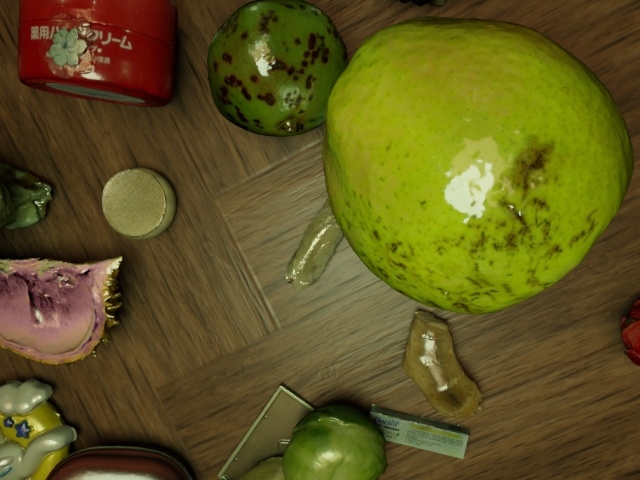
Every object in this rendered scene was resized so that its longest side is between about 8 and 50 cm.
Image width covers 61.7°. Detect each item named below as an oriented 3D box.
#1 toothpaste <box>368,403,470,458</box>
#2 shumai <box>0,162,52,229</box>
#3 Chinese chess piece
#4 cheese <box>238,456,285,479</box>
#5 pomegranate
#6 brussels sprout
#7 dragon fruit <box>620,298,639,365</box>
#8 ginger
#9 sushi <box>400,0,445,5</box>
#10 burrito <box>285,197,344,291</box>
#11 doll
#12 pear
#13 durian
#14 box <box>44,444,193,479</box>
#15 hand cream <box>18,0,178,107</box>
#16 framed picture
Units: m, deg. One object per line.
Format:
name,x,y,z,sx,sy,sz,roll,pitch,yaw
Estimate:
toothpaste,0.157,0.310,0.873,0.164,0.034,0.046,11,95,7
shumai,-0.546,-0.026,0.834,0.225,0.222,0.260,-10,66,35
Chinese chess piece,-0.304,-0.062,0.902,0.122,0.051,0.122,0,92,8
cheese,-0.068,0.448,0.851,0.094,0.123,0.167,-17,94,32
pomegranate,-0.068,-0.269,0.791,0.211,0.211,0.263,-17,67,8
brussels sprout,0.014,0.339,0.834,0.145,0.131,0.183,30,110,-12
dragon fruit,0.509,0.134,0.773,0.142,0.130,0.121,-12,84,-31
ginger,0.188,0.201,0.845,0.095,0.069,0.190,-30,89,-16
sushi,0.134,-0.410,0.800,0.226,0.103,0.097,23,70,8
burrito,-0.001,0.000,0.868,0.058,0.045,0.188,31,99,12
doll,-0.550,0.368,0.933,0.252,0.111,0.237,-19,92,0
pear,0.171,-0.108,0.686,0.391,0.391,0.391,1,94,8
durian,-0.459,0.108,0.910,0.341,0.112,0.191,-1,103,16
box,-0.344,0.541,0.864,0.263,0.108,0.403,7,81,-11
hand cream,-0.329,-0.289,0.804,0.230,0.230,0.149,7,98,7
framed picture,-0.063,0.366,0.916,0.150,0.015,0.203,34,97,4
